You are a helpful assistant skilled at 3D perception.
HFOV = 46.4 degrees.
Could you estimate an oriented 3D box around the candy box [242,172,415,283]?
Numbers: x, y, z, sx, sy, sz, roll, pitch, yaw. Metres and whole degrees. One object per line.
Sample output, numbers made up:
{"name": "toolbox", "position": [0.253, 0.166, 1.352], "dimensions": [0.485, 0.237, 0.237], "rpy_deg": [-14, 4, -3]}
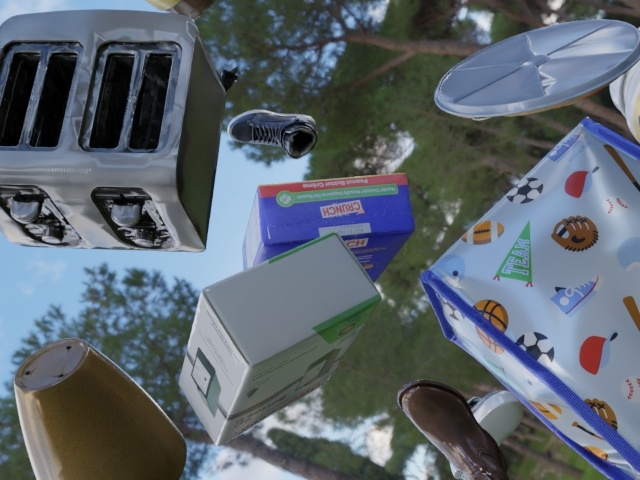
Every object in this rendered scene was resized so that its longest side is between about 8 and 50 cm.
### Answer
{"name": "candy box", "position": [0.000, 0.000, 1.386], "dimensions": [0.317, 0.268, 0.122], "rpy_deg": [119, 144, -67]}

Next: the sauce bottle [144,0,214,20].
{"name": "sauce bottle", "position": [-0.246, -0.347, 0.739], "dimensions": [0.344, 0.111, 0.111], "rpy_deg": [25, -92, -40]}

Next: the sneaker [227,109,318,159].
{"name": "sneaker", "position": [-0.116, -0.260, 1.833], "dimensions": [0.163, 0.226, 0.086], "rpy_deg": [-101, 9, -62]}

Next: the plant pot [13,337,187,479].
{"name": "plant pot", "position": [-0.365, 0.286, 1.178], "dimensions": [0.237, 0.237, 0.254], "rpy_deg": [-47, -49, -41]}

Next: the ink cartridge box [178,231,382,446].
{"name": "ink cartridge box", "position": [-0.066, 0.142, 1.031], "dimensions": [0.211, 0.122, 0.289], "rpy_deg": [-25, -23, -29]}

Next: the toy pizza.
{"name": "toy pizza", "position": [0.210, -0.160, 0.725], "dimensions": [0.201, 0.201, 0.032], "rpy_deg": [-48, -54, -40]}

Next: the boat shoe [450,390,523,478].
{"name": "boat shoe", "position": [0.298, 0.351, 1.432], "dimensions": [0.108, 0.102, 0.301], "rpy_deg": [-13, -37, -13]}

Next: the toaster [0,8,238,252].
{"name": "toaster", "position": [-0.165, -0.088, 0.590], "dimensions": [0.110, 0.168, 0.186], "rpy_deg": [79, -165, -68]}

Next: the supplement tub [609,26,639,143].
{"name": "supplement tub", "position": [0.613, -0.192, 1.110], "dimensions": [0.241, 0.331, 0.241], "rpy_deg": [-10, -50, -12]}

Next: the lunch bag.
{"name": "lunch bag", "position": [0.378, 0.094, 0.918], "dimensions": [0.328, 0.385, 0.239], "rpy_deg": [-45, -37, -7]}

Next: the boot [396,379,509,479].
{"name": "boot", "position": [0.098, 0.149, 0.470], "dimensions": [0.037, 0.106, 0.114], "rpy_deg": [-45, 22, 16]}
